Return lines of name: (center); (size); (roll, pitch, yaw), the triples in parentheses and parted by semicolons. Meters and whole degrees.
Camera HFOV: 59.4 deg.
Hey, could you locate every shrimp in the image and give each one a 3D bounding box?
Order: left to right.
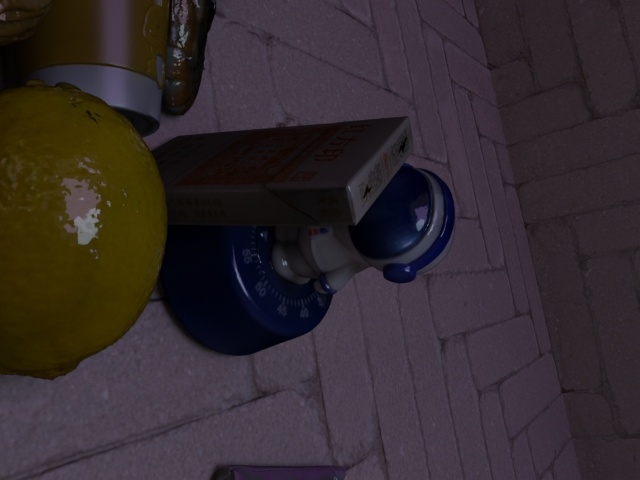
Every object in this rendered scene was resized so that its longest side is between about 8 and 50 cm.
shrimp: (-0.186, -0.308, 0.812); (0.145, 0.059, 0.255); (-63, 162, -73)

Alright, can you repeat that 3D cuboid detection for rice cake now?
rice cake: (-0.051, 0.361, 0.838); (0.269, 0.055, 0.049); (25, 53, -45)

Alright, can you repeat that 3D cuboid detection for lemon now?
lemon: (-0.263, -0.012, 0.534); (0.236, 0.236, 0.263); (5, 62, -53)

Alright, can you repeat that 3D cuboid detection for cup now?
cup: (-0.266, -0.240, 0.690); (0.241, 0.185, 0.226); (48, 37, -82)

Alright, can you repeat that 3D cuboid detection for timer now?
timer: (0.000, 0.000, 0.759); (0.270, 0.383, 0.271); (26, 57, -47)

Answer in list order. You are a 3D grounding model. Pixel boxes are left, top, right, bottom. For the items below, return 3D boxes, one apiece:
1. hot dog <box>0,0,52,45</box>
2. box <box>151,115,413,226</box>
hot dog: (-0.373, -0.251, 0.476); (0.272, 0.122, 0.196); (-4, 83, -24)
box: (-0.089, -0.084, 0.685); (0.204, 0.365, 0.051); (-50, 134, -50)
